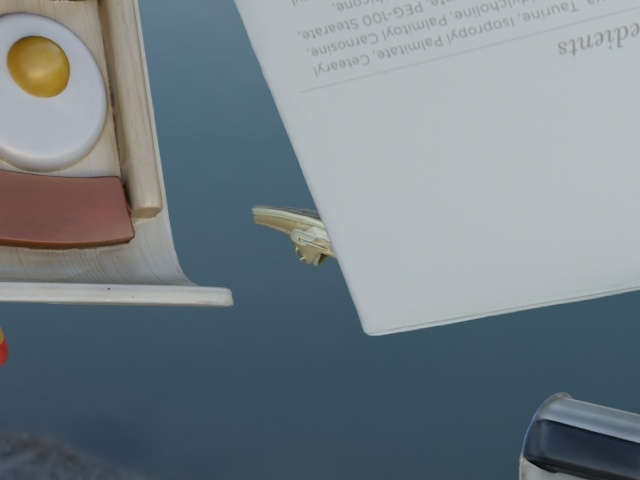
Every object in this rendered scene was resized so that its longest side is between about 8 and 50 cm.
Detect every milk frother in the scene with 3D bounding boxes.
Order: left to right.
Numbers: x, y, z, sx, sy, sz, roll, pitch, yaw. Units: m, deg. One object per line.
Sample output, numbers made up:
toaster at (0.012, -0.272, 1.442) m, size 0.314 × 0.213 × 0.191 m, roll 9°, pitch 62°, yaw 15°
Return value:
milk frother at (0.209, 0.114, 1.131) m, size 0.135 × 0.129 × 0.143 m, roll 11°, pitch 61°, yaw 35°

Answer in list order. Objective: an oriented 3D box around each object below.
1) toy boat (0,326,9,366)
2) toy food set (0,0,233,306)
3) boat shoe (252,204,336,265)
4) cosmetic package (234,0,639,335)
toy boat at (-0.539, 0.091, 2.190) m, size 0.318 × 0.148 × 0.267 m, roll 2°, pitch 52°, yaw 19°
toy food set at (-0.159, -0.114, 0.777) m, size 0.220 × 0.092 × 0.306 m, roll 1°, pitch 70°, yaw -31°
boat shoe at (0.000, 0.000, 1.520) m, size 0.135 × 0.045 × 0.050 m, roll 15°, pitch 8°, yaw 24°
cosmetic package at (0.154, -0.198, 1.247) m, size 0.327 × 0.393 × 0.329 m, roll -12°, pitch 22°, yaw 25°
